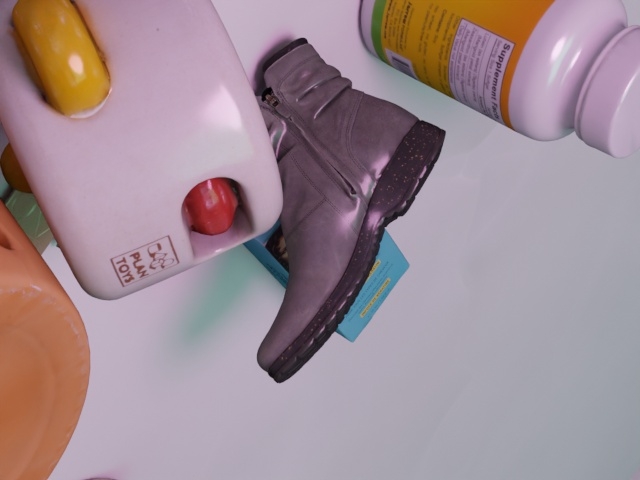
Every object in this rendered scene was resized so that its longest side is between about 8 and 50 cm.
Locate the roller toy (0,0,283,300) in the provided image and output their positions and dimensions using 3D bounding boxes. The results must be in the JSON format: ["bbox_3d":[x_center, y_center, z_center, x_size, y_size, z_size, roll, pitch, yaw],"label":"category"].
[{"bbox_3d":[-0.121,-0.067,0.757,0.146,0.209,0.191,-25,108,-9],"label":"roller toy"}]

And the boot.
[{"bbox_3d":[-0.024,-0.025,0.999,0.246,0.161,0.083,-59,173,-8],"label":"boot"}]

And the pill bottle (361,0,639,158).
[{"bbox_3d":[0.166,-0.165,1.049,0.136,0.246,0.136,-36,144,-32],"label":"pill bottle"}]

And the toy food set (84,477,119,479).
[{"bbox_3d":[-0.269,0.331,1.030,0.306,0.092,0.219,-6,123,-54],"label":"toy food set"}]

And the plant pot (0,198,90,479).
[{"bbox_3d":[-0.264,0.058,0.675,0.291,0.203,0.291,-36,144,-31],"label":"plant pot"}]

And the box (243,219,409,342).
[{"bbox_3d":[0.000,0.000,1.146,0.100,0.060,0.244,-53,150,-8],"label":"box"}]

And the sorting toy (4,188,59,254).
[{"bbox_3d":[-0.202,-0.005,0.893,0.062,0.012,0.083,-60,147,-6],"label":"sorting toy"}]
